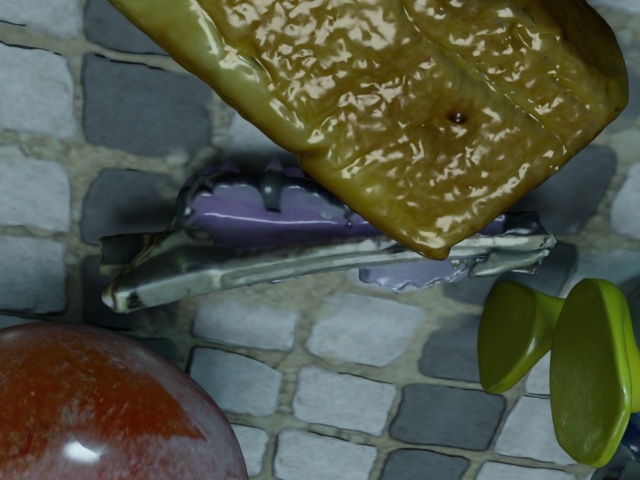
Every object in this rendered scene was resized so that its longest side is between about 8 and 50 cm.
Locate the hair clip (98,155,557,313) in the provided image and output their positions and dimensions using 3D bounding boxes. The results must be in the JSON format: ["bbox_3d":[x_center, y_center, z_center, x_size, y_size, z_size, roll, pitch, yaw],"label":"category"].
[{"bbox_3d":[0.000,0.000,0.733,0.292,0.084,0.106,-3,129,1],"label":"hair clip"}]

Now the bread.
[{"bbox_3d":[0.006,-0.126,0.566,0.167,0.132,0.294,-33,122,30],"label":"bread"}]

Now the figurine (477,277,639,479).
[{"bbox_3d":[0.281,0.149,0.780,0.338,0.204,0.283,2,110,-15],"label":"figurine"}]

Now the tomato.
[{"bbox_3d":[-0.185,0.183,0.818,0.270,0.227,0.270,-3,117,-6],"label":"tomato"}]
